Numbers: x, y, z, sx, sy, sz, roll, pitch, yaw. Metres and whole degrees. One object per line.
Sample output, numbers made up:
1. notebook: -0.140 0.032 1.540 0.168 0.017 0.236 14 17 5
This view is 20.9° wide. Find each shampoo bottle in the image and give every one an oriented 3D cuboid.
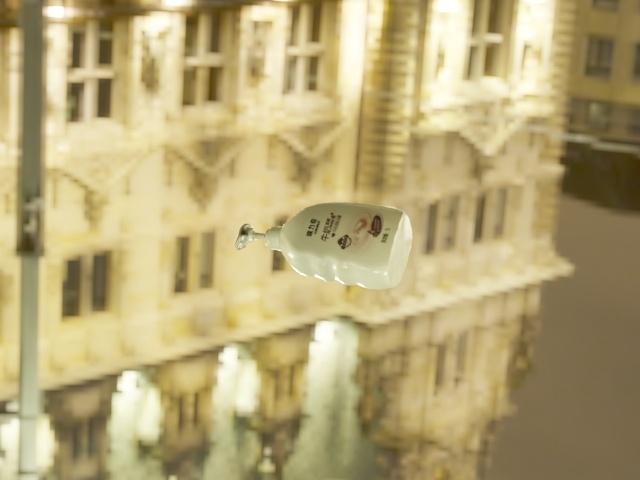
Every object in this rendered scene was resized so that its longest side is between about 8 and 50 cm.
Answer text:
1. shampoo bottle: 0.000 0.000 1.505 0.152 0.045 0.077 6 -119 24
